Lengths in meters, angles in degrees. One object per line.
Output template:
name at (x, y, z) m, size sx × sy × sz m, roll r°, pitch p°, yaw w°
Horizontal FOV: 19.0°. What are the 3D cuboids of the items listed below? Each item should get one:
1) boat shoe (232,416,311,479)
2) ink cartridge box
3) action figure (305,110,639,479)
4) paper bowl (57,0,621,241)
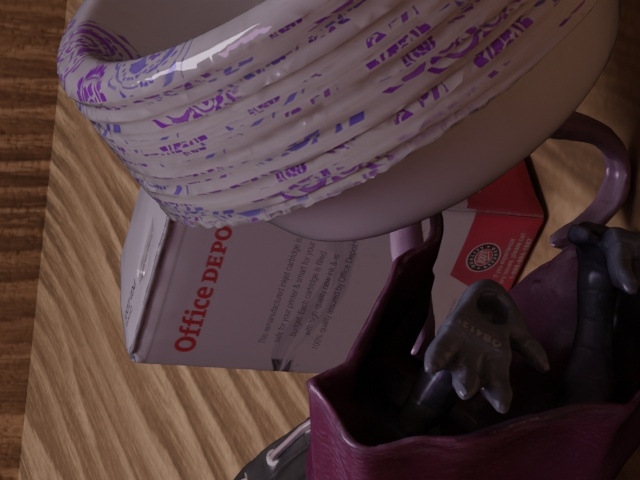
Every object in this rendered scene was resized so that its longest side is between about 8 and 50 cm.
boat shoe at (-0.018, 0.202, 1.379) m, size 0.335 × 0.112 × 0.095 m, roll -43°, pitch 29°, yaw 59°
ink cartridge box at (0.000, 0.000, 1.140) m, size 0.159 × 0.217 × 0.092 m, roll 111°, pitch 156°, yaw -43°
action figure at (0.031, 0.144, 0.971) m, size 0.276 × 0.248 × 0.370 m, roll -103°, pitch 26°, yaw -44°
paper bowl at (0.027, -0.111, 0.908) m, size 0.148 × 0.284 × 0.284 m, roll 54°, pitch 177°, yaw -23°
